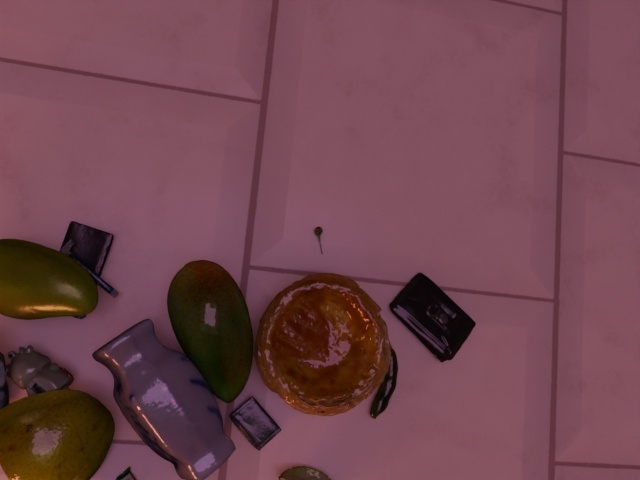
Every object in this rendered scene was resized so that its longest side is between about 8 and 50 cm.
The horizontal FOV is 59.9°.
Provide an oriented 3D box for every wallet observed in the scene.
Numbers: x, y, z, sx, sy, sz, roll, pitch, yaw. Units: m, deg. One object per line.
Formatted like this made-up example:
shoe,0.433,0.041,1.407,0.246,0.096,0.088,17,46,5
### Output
wallet,-0.182,0.507,1.540,0.088,0.026,0.129,-40,93,-10
wallet,0.339,0.230,1.676,0.245,0.052,0.168,44,73,-1
wallet,-0.657,0.079,1.499,0.124,0.025,0.244,18,83,-7

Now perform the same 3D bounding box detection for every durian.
durian,-0.017,0.681,1.513,0.215,0.100,0.086,22,82,-1

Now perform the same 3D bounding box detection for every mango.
mango,-0.712,0.109,1.391,0.343,0.156,0.192,15,87,13
mango,-0.279,0.234,1.454,0.201,0.225,0.382,-15,87,-17

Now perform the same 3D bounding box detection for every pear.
pear,-0.624,0.496,1.349,0.239,0.139,0.288,-33,107,-11

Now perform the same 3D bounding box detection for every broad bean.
broad bean,0.189,0.407,1.624,0.069,0.039,0.227,12,79,-16

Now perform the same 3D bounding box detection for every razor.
razor,-0.615,0.084,1.473,0.191,0.037,0.068,42,79,-3

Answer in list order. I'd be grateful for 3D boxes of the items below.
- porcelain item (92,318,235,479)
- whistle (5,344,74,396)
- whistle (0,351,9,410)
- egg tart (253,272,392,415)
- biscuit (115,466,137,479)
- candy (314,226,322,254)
porcelain item,-0.390,0.403,1.406,0.178,0.242,0.405,-38,97,-35
whistle,-0.695,0.363,1.415,0.253,0.102,0.106,38,36,2
whistle,-0.826,0.346,1.374,0.093,0.180,0.269,-14,106,-52
egg tart,0.008,0.286,1.539,0.388,0.169,0.388,1,81,-8
biscuit,-0.497,0.647,1.462,0.046,0.016,0.089,-36,91,-14
candy,0.000,0.000,1.651,0.023,0.025,0.083,-11,94,15
